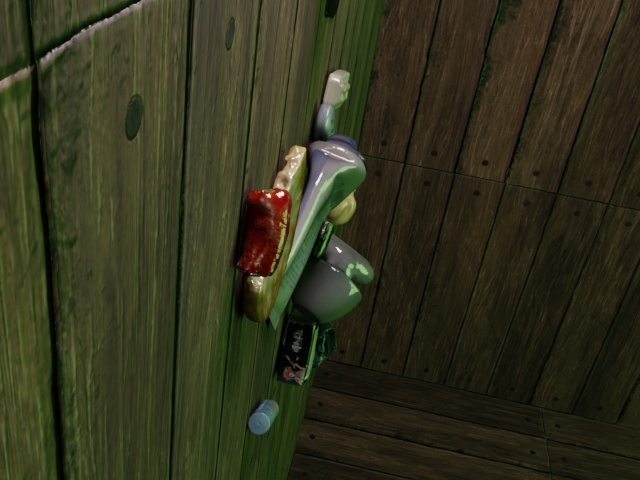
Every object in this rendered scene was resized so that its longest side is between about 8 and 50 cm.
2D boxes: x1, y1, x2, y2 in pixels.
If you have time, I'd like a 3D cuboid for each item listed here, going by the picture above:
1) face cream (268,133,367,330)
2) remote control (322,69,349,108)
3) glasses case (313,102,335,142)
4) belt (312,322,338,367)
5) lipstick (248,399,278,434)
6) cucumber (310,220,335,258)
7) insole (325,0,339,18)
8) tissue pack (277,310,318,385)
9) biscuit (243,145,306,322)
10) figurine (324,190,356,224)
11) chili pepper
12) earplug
[{"bbox_3d":[-0.020,-0.031,1.495,0.235,0.137,0.420,93,18,-70],"label":"face cream"},{"bbox_3d":[0.042,-0.355,1.717,0.230,0.049,0.090,-68,172,-74],"label":"remote control"},{"bbox_3d":[0.009,-0.243,1.611,0.178,0.045,0.067,89,14,-73],"label":"glasses case"},{"bbox_3d":[-0.031,0.266,2.053,0.122,0.128,0.218,-37,158,-18],"label":"belt"},{"bbox_3d":[-0.124,0.388,1.602,0.158,0.048,0.048,24,78,-86],"label":"lipstick"},{"bbox_3d":[0.000,0.000,1.760,0.048,0.048,0.105,89,18,-71],"label":"cucumber"},{"bbox_3d":[0.026,-0.479,1.464,0.188,0.004,0.064,-68,168,-67],"label":"insole"},{"bbox_3d":[-0.059,0.278,1.865,0.103,0.090,0.170,-54,153,-80],"label":"tissue pack"},{"bbox_3d":[-0.078,0.009,1.203,0.204,0.040,0.309,95,8,-54],"label":"biscuit"},{"bbox_3d":[0.042,-0.130,1.989,0.108,0.114,0.196,82,9,-49],"label":"figurine"},{"bbox_3d":[-0.077,-0.014,0.998,0.073,0.070,0.123,-1,106,-69],"label":"chili pepper"},{"bbox_3d":[0.027,0.083,1.878,0.175,0.214,0.325,-49,-172,30],"label":"earplug"}]
